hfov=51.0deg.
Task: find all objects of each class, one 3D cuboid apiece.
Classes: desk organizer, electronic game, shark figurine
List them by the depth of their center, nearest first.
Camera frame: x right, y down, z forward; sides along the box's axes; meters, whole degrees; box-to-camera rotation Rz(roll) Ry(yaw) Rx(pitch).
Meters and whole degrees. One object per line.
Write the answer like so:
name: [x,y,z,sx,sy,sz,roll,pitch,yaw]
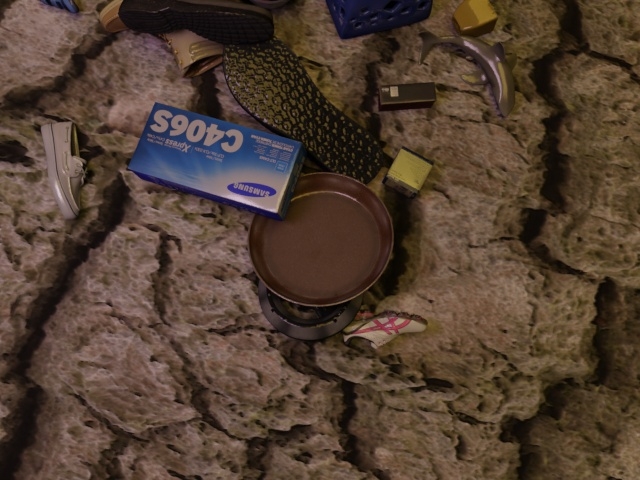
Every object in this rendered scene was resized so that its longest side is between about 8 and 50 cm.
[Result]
electronic game: [-0.020,0.104,1.444,0.229,0.048,0.229,-2,67,5]
desk organizer: [0.197,-0.331,1.550,0.130,0.050,0.047,-5,81,-5]
shark figurine: [0.368,-0.436,1.552,0.278,0.116,0.166,35,78,0]

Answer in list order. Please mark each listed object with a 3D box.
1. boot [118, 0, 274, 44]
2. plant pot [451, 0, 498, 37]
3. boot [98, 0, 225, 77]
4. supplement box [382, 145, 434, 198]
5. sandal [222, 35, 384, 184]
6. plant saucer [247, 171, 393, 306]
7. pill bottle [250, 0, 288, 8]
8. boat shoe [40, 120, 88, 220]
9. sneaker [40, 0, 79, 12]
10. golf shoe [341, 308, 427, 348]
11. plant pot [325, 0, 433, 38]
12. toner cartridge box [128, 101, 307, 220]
boot: [-0.250,-0.548,1.414,0.338,0.118,0.222,9,74,1]
plant pot: [0.358,-0.525,1.584,0.083,0.081,0.081,-28,83,4]
boot: [-0.351,-0.462,1.514,0.262,0.095,0.203,-17,88,-2]
supplement box: [0.197,-0.153,1.516,0.083,0.056,0.083,29,79,1]
sandal: [-0.054,-0.283,1.510,0.446,0.107,0.167,44,79,-9]
plant saucer: [0.000,0.000,1.435,0.311,0.050,0.310,-2,66,4]
pill bottle: [-0.111,-0.635,1.441,0.182,0.323,0.181,1,80,-4]
boat shoe: [-0.544,-0.159,1.449,0.076,0.083,0.226,-17,81,-6]
sneaker: [-0.612,-0.557,1.531,0.144,0.053,0.059,39,79,12]
golf shoe: [0.138,0.192,1.451,0.186,0.067,0.086,2,86,6]
plant pot: [0.127,-0.628,1.515,0.236,0.212,0.236,-16,81,-7]
toner cartridge box: [-0.221,-0.172,1.447,0.348,0.075,0.165,16,80,11]
